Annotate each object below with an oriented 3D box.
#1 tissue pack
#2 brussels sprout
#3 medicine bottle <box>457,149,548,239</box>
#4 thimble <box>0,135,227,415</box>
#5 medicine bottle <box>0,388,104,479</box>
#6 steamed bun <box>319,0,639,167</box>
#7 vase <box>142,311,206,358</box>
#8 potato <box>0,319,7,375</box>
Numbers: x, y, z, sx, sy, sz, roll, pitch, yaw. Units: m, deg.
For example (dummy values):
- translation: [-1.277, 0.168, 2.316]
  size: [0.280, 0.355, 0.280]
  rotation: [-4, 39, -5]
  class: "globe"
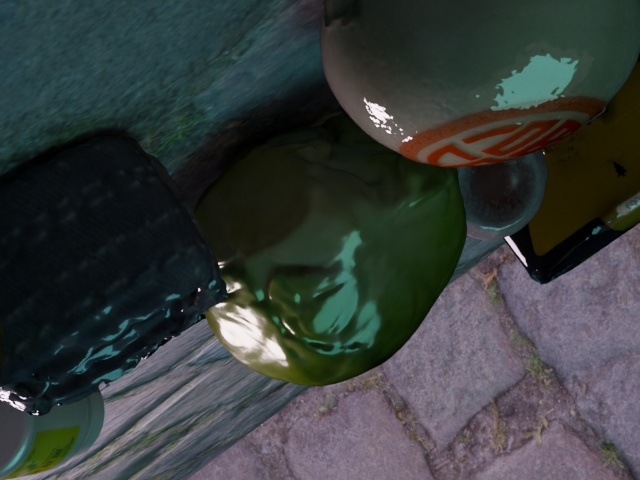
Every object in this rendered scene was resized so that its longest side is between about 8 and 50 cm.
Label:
- translation: [0.392, -0.164, 1.960]
  size: [0.416, 0.264, 0.253]
  rotation: [-37, 173, 29]
  class: "tissue pack"
- translation: [0.000, 0.000, 1.602]
  size: [0.344, 0.268, 0.344]
  rotation: [-36, 147, -28]
  class: "brussels sprout"
- translation: [0.166, -0.085, 1.812]
  size: [0.147, 0.147, 0.247]
  rotation: [-31, -164, -11]
  class: "medicine bottle"
- translation: [-0.212, 0.034, 1.316]
  size: [0.236, 0.172, 0.205]
  rotation: [-34, 173, -2]
  class: "thimble"
- translation: [-0.352, 0.203, 1.741]
  size: [0.143, 0.143, 0.258]
  rotation: [-35, 171, 8]
  class: "medicine bottle"
- translation: [0.143, -0.157, 1.290]
  size: [0.283, 0.177, 0.283]
  rotation: [-12, 171, -2]
  class: "steamed bun"
- translation: [-0.182, 0.101, 2.010]
  size: [0.167, 0.059, 0.059]
  rotation: [-26, 167, -34]
  class: "vase"
- translation: [-0.365, 0.127, 1.108]
  size: [0.288, 0.301, 0.237]
  rotation: [-24, -170, 1]
  class: "potato"
